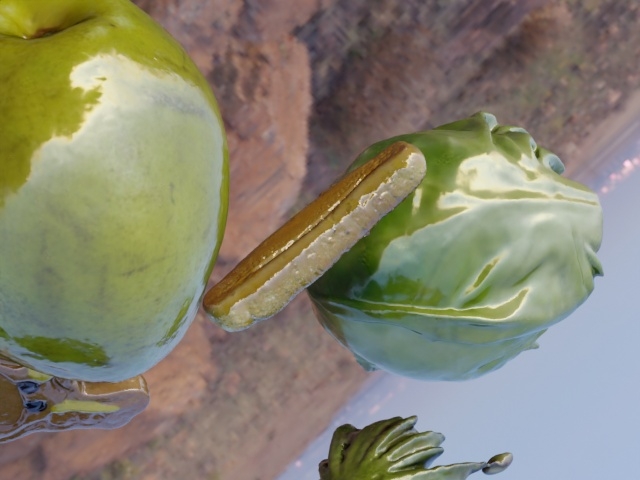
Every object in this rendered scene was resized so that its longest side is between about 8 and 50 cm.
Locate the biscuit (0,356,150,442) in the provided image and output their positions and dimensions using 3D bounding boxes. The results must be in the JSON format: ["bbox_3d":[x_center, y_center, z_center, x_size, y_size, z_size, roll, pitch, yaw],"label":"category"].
[{"bbox_3d":[-0.326,0.149,1.196,0.295,0.044,0.186,-9,134,-2],"label":"biscuit"}]

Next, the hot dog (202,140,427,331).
[{"bbox_3d":[-0.002,-0.002,1.255,0.286,0.061,0.088,-39,-160,-2],"label":"hot dog"}]

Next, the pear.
[{"bbox_3d":[-0.188,-0.035,0.891,0.253,0.253,0.307,-36,146,-37],"label":"pear"}]

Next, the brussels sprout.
[{"bbox_3d":[0.152,0.023,1.699,0.361,0.342,0.425,-2,146,-36],"label":"brussels sprout"}]

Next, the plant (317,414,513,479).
[{"bbox_3d":[0.039,0.261,1.326,0.251,0.180,0.333,-2,159,35],"label":"plant"}]
